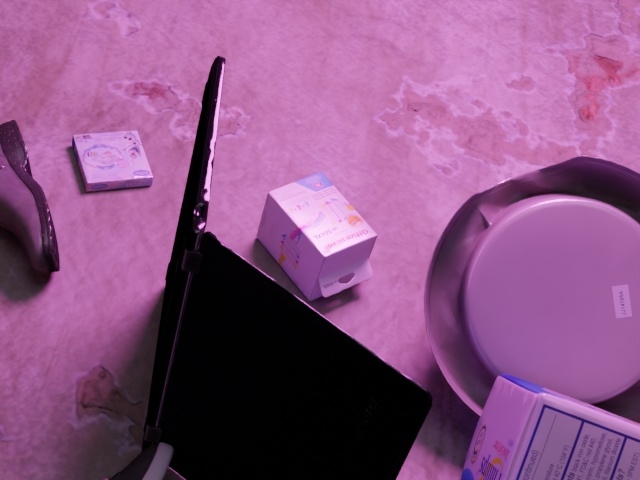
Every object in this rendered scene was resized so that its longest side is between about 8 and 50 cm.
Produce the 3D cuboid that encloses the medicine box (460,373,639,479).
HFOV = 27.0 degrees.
[{"bbox_3d":[0.318,0.266,1.429,0.289,0.263,0.149,21,88,-1],"label":"medicine box"}]

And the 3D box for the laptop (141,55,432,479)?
[{"bbox_3d":[-0.048,0.094,1.420,0.236,0.382,0.408,10,47,-8],"label":"laptop"}]

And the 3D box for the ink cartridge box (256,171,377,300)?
[{"bbox_3d":[0.000,0.000,1.721,0.092,0.090,0.143,-23,58,-32],"label":"ink cartridge box"}]

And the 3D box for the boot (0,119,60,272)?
[{"bbox_3d":[-0.424,-0.037,1.655,0.161,0.083,0.246,-18,55,-15],"label":"boot"}]

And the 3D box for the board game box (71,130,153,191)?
[{"bbox_3d":[-0.278,-0.107,1.784,0.090,0.020,0.090,-6,50,-22],"label":"board game box"}]

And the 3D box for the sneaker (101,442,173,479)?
[{"bbox_3d":[-0.273,0.290,1.364,0.147,0.104,0.296,32,52,6],"label":"sneaker"}]

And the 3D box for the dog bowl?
[{"bbox_3d":[0.295,0.073,1.615,0.349,0.102,0.348,0,89,-1],"label":"dog bowl"}]
